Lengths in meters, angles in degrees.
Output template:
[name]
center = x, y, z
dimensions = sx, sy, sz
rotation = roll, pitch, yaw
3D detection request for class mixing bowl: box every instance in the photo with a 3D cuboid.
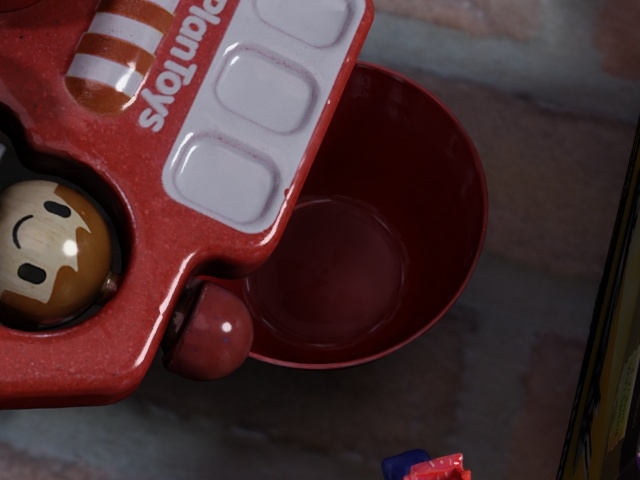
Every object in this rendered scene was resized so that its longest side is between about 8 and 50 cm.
[mixing bowl]
center = 0.000, 0.000, 0.964
dimensions = 0.181, 0.098, 0.181
rotation = -1, 67, 2

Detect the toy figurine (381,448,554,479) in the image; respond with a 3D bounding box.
[toy figurine]
center = 0.071, 0.234, 0.861
dimensions = 0.191, 0.217, 0.362
rotation = -2, 111, -10

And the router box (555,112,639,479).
[router box]
center = 0.201, 0.012, 0.900
dimensions = 0.081, 0.243, 0.309
rotation = 16, 67, 2

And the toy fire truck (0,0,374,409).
[toy fire truck]
center = -0.128, -0.050, 0.866
dimensions = 0.254, 0.169, 0.302
rotation = 24, 67, -6
